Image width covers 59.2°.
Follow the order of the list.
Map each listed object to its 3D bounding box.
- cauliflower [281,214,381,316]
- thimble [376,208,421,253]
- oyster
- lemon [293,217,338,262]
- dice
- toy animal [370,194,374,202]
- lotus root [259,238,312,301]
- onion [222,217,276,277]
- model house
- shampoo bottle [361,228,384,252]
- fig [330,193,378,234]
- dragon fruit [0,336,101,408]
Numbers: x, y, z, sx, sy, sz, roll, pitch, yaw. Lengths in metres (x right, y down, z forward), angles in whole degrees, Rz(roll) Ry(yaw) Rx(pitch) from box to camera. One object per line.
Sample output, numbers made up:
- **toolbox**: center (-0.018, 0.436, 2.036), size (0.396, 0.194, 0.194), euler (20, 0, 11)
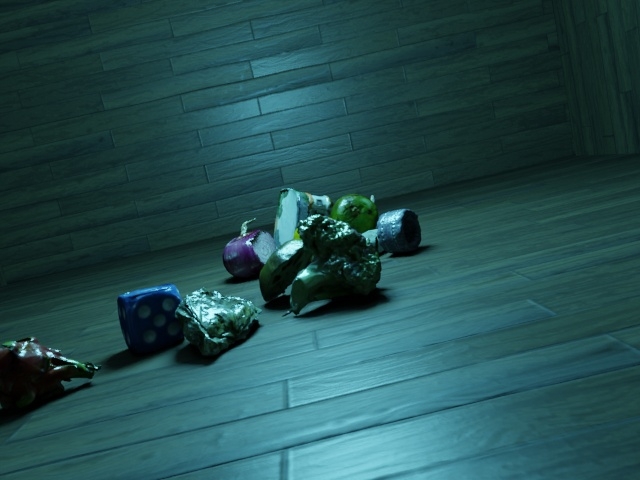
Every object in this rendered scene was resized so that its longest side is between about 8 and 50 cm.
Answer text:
- **cauliflower**: center (0.018, 0.078, 1.421), size (0.315, 0.239, 0.256), euler (-36, 51, -27)
- **thimble**: center (0.259, -0.030, 1.852), size (0.097, 0.150, 0.150), euler (-7, 10, 38)
- **oyster**: center (-0.248, 0.190, 1.324), size (0.198, 0.112, 0.267), euler (14, 10, 22)
- **lemon**: center (0.000, 0.000, 1.996), size (0.207, 0.170, 0.170), euler (-6, 10, 32)
- **dice**: center (-0.419, 0.188, 1.396), size (0.143, 0.146, 0.146), euler (-15, 7, -28)
- **toy animal**: center (0.153, -0.101, 2.471), size (0.104, 0.184, 0.185), euler (32, -32, -34)
- **lotus root**: center (-0.109, 0.071, 1.579), size (0.078, 0.204, 0.183), euler (40, 36, 19)
- **onion**: center (-0.267, 0.054, 2.052), size (0.200, 0.201, 0.207), euler (-12, 40, 6)
- **model house**: center (-0.031, -0.072, 2.361), size (0.300, 0.272, 0.190), euler (1, 8, -39)
- **shampoo bottle**: center (0.169, 0.020, 1.935), size (0.153, 0.071, 0.284), euler (-5, 13, 30)
- **fig**: center (0.127, -0.095, 2.304), size (0.203, 0.203, 0.235), euler (-14, 9, -8)
- **dragon fruit**: center (-0.582, 0.272, 1.165), size (0.235, 0.135, 0.137), euler (4, 0, -7)
